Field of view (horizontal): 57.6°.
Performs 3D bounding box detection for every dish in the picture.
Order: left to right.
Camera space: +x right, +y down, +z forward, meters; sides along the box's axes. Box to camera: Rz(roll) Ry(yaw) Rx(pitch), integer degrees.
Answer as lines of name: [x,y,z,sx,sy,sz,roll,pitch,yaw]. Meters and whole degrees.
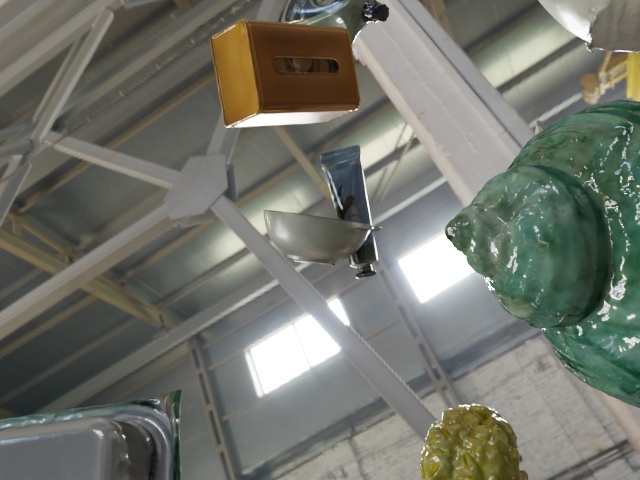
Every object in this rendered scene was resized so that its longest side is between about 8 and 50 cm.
dish: [0.000,0.000,1.091,0.228,0.236,0.086,7,-88,-26]

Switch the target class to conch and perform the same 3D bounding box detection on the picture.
conch: [0.177,0.014,0.355,0.134,0.202,0.196,-48,-21,-64]

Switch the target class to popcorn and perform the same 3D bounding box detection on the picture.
popcorn: [0.290,0.427,1.088,0.181,0.235,0.217,-15,-33,23]

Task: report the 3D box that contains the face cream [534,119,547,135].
face cream: [0.508,-0.167,1.329,0.092,0.243,0.058,31,-29,-10]

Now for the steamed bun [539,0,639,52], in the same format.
steamed bun: [0.302,-0.345,0.502,0.309,0.309,0.309,-16,-37,-12]

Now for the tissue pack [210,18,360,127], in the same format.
tissue pack: [-0.069,-0.353,1.234,0.274,0.194,0.145,-13,3,-40]

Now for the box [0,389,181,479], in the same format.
box: [-0.338,0.308,0.676,0.337,0.264,0.106,-8,-36,0]

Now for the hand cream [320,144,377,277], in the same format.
hand cream: [0.065,-0.057,1.210,0.091,0.271,0.058,-12,1,24]

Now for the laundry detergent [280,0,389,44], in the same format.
laundry detergent: [0.044,-0.580,1.503,0.105,0.280,0.215,34,-98,-57]
